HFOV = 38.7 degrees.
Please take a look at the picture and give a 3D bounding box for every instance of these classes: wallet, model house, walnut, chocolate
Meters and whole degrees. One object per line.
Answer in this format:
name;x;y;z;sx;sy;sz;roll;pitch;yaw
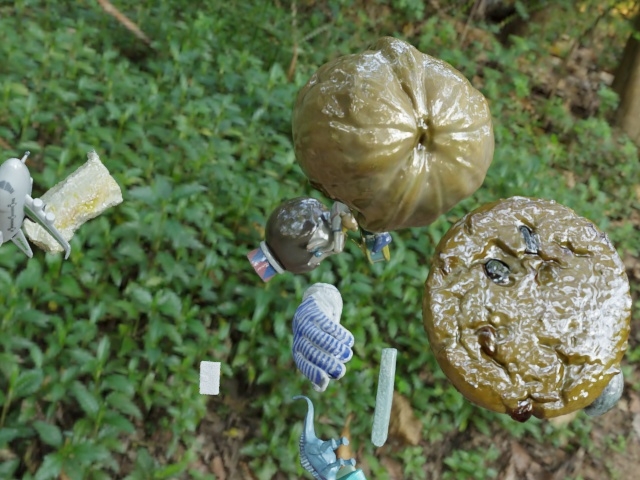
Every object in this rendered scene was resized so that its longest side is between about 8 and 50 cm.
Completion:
wallet;-0.244;0.302;2.009;0.044;0.083;0.011;3;26;-6
model house;0.046;0.545;1.908;0.127;0.100;0.149;-26;-3;-8
walnut;0.102;-0.151;1.325;0.296;0.285;0.285;1;28;-17
chocolate;0.469;0.200;1.634;0.110;0.248;0.110;-23;15;7

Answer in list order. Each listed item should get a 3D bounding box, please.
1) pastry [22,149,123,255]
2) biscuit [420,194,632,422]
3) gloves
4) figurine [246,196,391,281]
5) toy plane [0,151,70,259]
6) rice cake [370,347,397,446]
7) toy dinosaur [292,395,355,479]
pastry;-0.500;-0.064;1.823;0.121;0.089;0.258;45;46;-9
biscuit;0.267;0.081;1.165;0.296;0.296;0.075;18;-16;-2
gloves;0.000;0.155;1.467;0.097;0.119;0.229;-6;29;-3
figurine;-0.003;-0.008;1.700;0.275;0.158;0.161;-11;28;12
toy plane;-0.535;-0.069;1.572;0.251;0.255;0.101;25;49;-7
rice cake;0.156;0.387;2.251;0.042;0.245;0.045;8;5;10
toy dinosaur;0.004;0.317;1.351;0.045;0.080;0.197;4;59;-52
